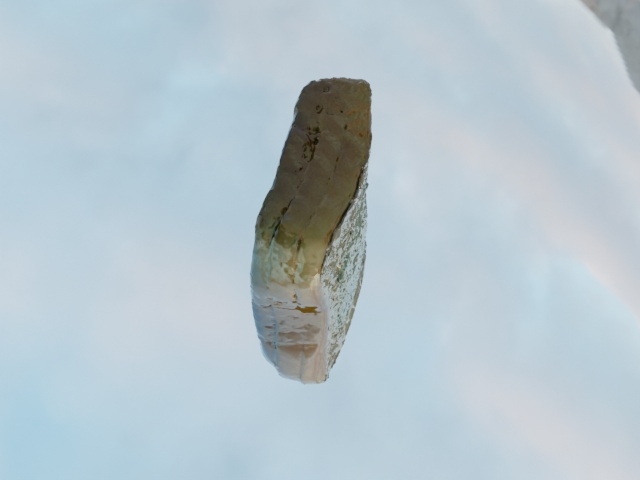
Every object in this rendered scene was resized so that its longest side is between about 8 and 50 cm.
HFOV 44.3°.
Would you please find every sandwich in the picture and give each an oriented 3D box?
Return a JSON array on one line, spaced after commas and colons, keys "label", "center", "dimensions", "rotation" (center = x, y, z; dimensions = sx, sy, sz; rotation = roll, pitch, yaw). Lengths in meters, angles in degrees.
[{"label": "sandwich", "center": [0.001, 0.000, 0.783], "dimensions": [0.087, 0.251, 0.226], "rotation": [13, -125, 11]}]
